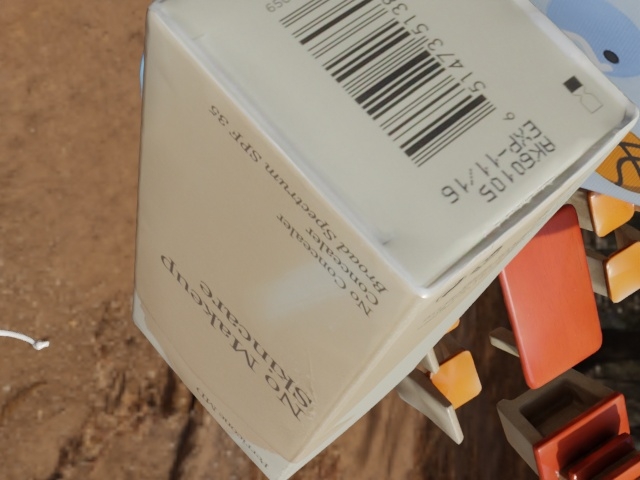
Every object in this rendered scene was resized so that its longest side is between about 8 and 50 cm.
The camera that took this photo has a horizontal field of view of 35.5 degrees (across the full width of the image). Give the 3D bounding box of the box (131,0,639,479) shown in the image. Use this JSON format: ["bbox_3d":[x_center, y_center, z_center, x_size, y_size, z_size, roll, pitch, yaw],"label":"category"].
[{"bbox_3d":[0.000,0.000,0.482,0.121,0.148,0.311,-38,167,-24],"label":"box"}]

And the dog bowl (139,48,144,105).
[{"bbox_3d":[-0.149,-0.205,1.175,0.297,0.074,0.165,115,-1,-72],"label":"dog bowl"}]

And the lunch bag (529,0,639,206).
[{"bbox_3d":[0.217,-0.216,0.458,0.385,0.328,0.239,-49,134,-12],"label":"lunch bag"}]

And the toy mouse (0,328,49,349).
[{"bbox_3d":[-0.189,0.041,0.369,0.031,0.161,0.143,117,-13,-48],"label":"toy mouse"}]

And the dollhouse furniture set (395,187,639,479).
[{"bbox_3d":[0.205,0.092,0.852,0.135,0.262,0.259,37,-28,56],"label":"dollhouse furniture set"}]
